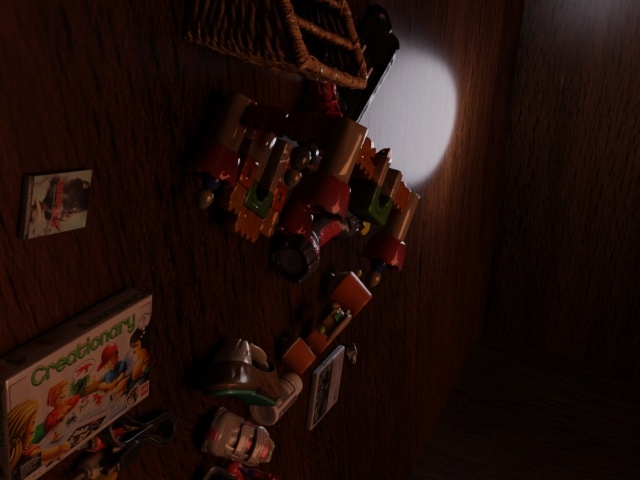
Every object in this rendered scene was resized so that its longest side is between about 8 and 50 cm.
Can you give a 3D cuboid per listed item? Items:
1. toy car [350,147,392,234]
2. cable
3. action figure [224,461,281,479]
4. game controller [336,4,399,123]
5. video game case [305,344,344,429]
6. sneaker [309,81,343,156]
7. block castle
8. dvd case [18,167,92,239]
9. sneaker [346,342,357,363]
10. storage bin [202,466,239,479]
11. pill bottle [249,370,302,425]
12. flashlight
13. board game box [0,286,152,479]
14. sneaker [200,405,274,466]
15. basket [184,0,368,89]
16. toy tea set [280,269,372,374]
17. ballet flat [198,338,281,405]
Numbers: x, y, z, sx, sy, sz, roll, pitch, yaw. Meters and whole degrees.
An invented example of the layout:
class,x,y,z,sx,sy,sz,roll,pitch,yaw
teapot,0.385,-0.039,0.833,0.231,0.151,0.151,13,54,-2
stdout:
class,x,y,z,sx,sy,sz,roll,pitch,yaw
toy car,0.102,-0.145,2.075,0.225,0.053,0.239,26,81,-68
cable,-0.335,0.334,1.415,0.287,0.072,0.139,-35,123,-75
action figure,-0.161,0.604,1.894,0.091,0.139,0.280,-56,150,-39
game controller,0.091,-0.389,1.881,0.319,0.067,0.166,-62,141,-27
video game case,0.013,0.413,2.313,0.173,0.022,0.190,-37,140,-56
sneaker,0.010,-0.254,1.660,0.221,0.087,0.128,-126,-154,-61
block castle,-0.021,-0.075,1.497,0.212,0.303,0.453,-69,157,-7
dvd case,-0.355,-0.051,1.102,0.119,0.013,0.087,-18,122,-63
sneaker,0.094,0.329,2.441,0.035,0.031,0.083,-70,167,-45
storage bin,-0.243,0.557,1.732,0.135,0.098,0.091,-55,180,-39
pill bottle,-0.102,0.366,1.927,0.137,0.078,0.078,-38,140,-55
flashlight,0.000,0.000,1.869,0.304,0.103,0.103,-34,135,-57
board game box,-0.365,0.212,1.217,0.305,0.053,0.193,-35,137,-57
sneaker,-0.168,0.427,1.766,0.103,0.111,0.252,-70,158,-8
basket,-0.039,-0.381,1.336,0.299,0.223,0.213,-2,108,-66
toy tea set,-0.001,0.191,2.048,0.200,0.124,0.336,-50,174,29
ballet flat,-0.160,0.271,1.700,0.342,0.116,0.124,39,49,-67
